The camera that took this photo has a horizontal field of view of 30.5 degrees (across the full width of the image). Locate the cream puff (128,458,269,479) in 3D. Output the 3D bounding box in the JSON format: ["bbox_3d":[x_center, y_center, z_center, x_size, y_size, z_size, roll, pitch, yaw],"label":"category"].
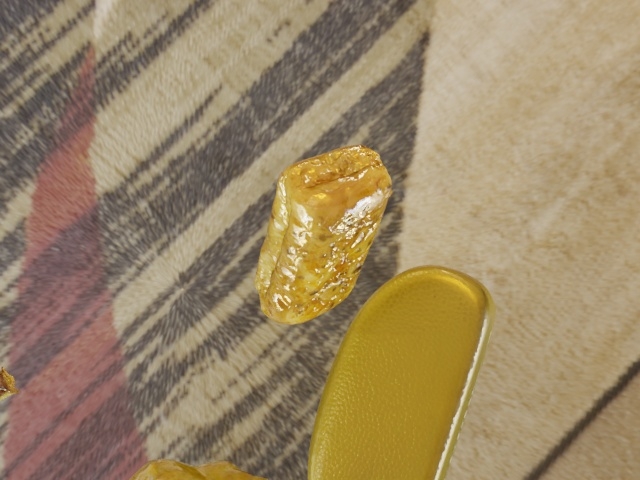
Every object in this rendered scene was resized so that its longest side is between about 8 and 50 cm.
[{"bbox_3d":[-0.058,0.226,0.640,0.221,0.195,0.195,22,85,-8],"label":"cream puff"}]

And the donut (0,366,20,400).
[{"bbox_3d":[-0.538,0.136,1.477,0.295,0.151,0.112,36,94,13],"label":"donut"}]

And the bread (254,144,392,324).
[{"bbox_3d":[0.000,0.000,1.170,0.114,0.211,0.083,-22,62,-26],"label":"bread"}]

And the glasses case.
[{"bbox_3d":[0.093,0.207,1.460,0.173,0.141,0.371,18,91,13],"label":"glasses case"}]
